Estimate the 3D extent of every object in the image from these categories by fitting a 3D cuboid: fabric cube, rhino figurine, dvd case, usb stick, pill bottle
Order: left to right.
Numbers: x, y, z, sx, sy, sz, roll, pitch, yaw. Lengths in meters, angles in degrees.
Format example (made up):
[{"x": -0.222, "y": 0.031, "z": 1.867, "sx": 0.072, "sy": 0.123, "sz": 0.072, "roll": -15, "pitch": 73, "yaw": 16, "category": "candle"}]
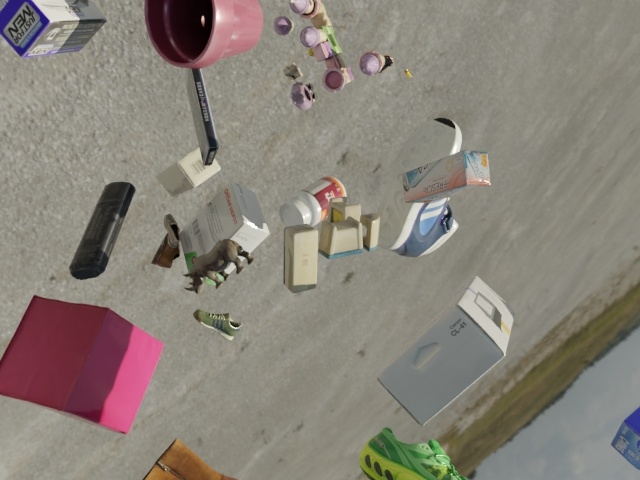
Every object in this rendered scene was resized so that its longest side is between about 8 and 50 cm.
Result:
[{"x": -0.610, "y": 0.316, "z": 1.355, "sx": 0.258, "sy": 0.258, "sz": 0.254, "roll": 60, "pitch": 42, "yaw": -56, "category": "fabric cube"}, {"x": -0.467, "y": -0.030, "z": 1.154, "sx": 0.077, "sy": 0.278, "sz": 0.045, "roll": -6, "pitch": 134, "yaw": 6, "category": "usb stick"}, {"x": -0.302, "y": -0.324, "z": 1.342, "sx": 0.029, "sy": 0.239, "sz": 0.179, "roll": -12, "pitch": 177, "yaw": -17, "category": "dvd case"}, {"x": -0.314, "y": 0.082, "z": 1.562, "sx": 0.243, "sy": 0.106, "sz": 0.073, "roll": -33, "pitch": -170, "yaw": 22, "category": "rhino figurine"}, {"x": -0.024, "y": -0.117, "z": 1.718, "sx": 0.221, "sy": 0.121, "sz": 0.121, "roll": -36, "pitch": 162, "yaw": -42, "category": "pill bottle"}]

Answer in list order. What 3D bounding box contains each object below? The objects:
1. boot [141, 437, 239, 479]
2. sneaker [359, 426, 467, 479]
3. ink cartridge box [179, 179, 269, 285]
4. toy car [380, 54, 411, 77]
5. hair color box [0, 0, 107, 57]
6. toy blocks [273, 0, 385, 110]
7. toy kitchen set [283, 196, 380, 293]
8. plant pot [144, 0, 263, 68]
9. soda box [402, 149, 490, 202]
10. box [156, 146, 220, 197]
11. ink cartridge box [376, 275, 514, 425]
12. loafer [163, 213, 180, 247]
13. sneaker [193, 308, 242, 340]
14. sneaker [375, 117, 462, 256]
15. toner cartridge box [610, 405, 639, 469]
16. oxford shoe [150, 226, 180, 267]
[{"x": -0.325, "y": 0.671, "z": 1.299, "sx": 0.264, "sy": 0.280, "sz": 0.096, "roll": -56, "pitch": -168, "yaw": -16, "category": "boot"}, {"x": 0.220, "y": 0.439, "z": 0.992, "sx": 0.123, "sy": 0.295, "sz": 0.110, "roll": -48, "pitch": 152, "yaw": -40, "category": "sneaker"}, {"x": -0.323, "y": -0.022, "z": 1.769, "sx": 0.289, "sy": 0.211, "sz": 0.121, "roll": -42, "pitch": 139, "yaw": 22, "category": "ink cartridge box"}, {"x": 0.215, "y": -0.524, "z": 1.629, "sx": 0.122, "sy": 0.041, "sz": 0.060, "roll": 25, "pitch": 120, "yaw": -34, "category": "toy car"}, {"x": -0.586, "y": -0.511, "z": 0.979, "sx": 0.110, "sy": 0.339, "sz": 0.185, "roll": -36, "pitch": -168, "yaw": 23, "category": "hair color box"}, {"x": -0.013, "y": -0.535, "z": 1.468, "sx": 0.308, "sy": 0.289, "sz": 0.260, "roll": -19, "pitch": -165, "yaw": 23, "category": "toy blocks"}, {"x": 0.000, "y": 0.000, "z": 1.080, "sx": 0.207, "sy": 0.166, "sz": 0.122, "roll": -10, "pitch": 115, "yaw": -27, "category": "toy kitchen set"}, {"x": -0.222, "y": -0.451, "z": 1.078, "sx": 0.180, "sy": 0.201, "sz": 0.201, "roll": -23, "pitch": 155, "yaw": -54, "category": "plant pot"}, {"x": 0.229, "y": -0.114, "z": 0.990, "sx": 0.058, "sy": 0.063, "sz": 0.183, "roll": -1, "pitch": 173, "yaw": -27, "category": "soda box"}, {"x": -0.425, "y": -0.217, "z": 1.695, "sx": 0.113, "sy": 0.094, "sz": 0.275, "roll": -40, "pitch": -164, "yaw": -24, "category": "box"}, {"x": 0.268, "y": 0.212, "z": 1.094, "sx": 0.226, "sy": 0.131, "sz": 0.306, "roll": -49, "pitch": 168, "yaw": 21, "category": "ink cartridge box"}, {"x": -0.482, "y": -0.037, "z": 1.748, "sx": 0.039, "sy": 0.125, "sz": 0.045, "roll": -35, "pitch": 149, "yaw": 32, "category": "loafer"}, {"x": -0.378, "y": 0.296, "z": 2.001, "sx": 0.086, "sy": 0.064, "sz": 0.192, "roll": -43, "pitch": 119, "yaw": 12, "category": "sneaker"}, {"x": 0.261, "y": -0.108, "z": 1.243, "sx": 0.236, "sy": 0.130, "sz": 0.323, "roll": 9, "pitch": 112, "yaw": -50, "category": "sneaker"}, {"x": 0.785, "y": 0.332, "z": 1.136, "sx": 0.347, "sy": 0.075, "sz": 0.165, "roll": -36, "pitch": 140, "yaw": -9, "category": "toner cartridge box"}, {"x": -0.509, "y": 0.024, "z": 1.812, "sx": 0.076, "sy": 0.212, "sz": 0.076, "roll": 26, "pitch": 125, "yaw": -16, "category": "oxford shoe"}]
